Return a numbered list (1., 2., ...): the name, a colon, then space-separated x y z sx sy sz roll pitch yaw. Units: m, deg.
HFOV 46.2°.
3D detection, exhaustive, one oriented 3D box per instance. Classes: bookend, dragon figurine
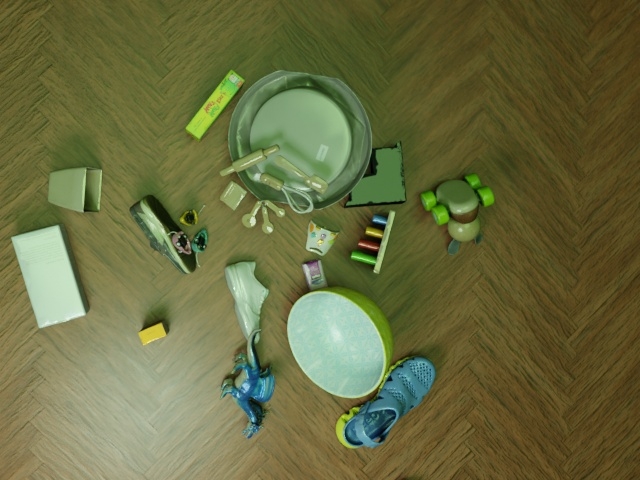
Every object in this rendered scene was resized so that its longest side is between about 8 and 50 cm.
1. bookend: 0.134 -0.168 1.934 0.157 0.072 0.156 -5 87 -3
2. dragon figurine: -0.162 0.354 1.892 0.144 0.085 0.289 21 100 -12

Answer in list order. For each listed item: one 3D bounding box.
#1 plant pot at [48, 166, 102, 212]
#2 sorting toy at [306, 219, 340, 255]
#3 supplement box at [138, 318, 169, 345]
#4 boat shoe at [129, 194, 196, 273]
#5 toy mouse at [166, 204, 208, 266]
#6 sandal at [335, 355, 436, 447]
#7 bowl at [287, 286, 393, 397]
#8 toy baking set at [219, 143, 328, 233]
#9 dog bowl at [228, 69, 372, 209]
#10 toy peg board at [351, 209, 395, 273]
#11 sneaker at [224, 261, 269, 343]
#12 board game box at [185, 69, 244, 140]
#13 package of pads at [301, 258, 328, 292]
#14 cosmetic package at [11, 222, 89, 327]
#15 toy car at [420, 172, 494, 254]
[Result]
1. plant pot: -0.594 -0.124 1.806 0.096 0.109 0.108 4 92 3
2. sorting toy: 0.000 0.000 1.942 0.083 0.045 0.075 21 108 -9
3. supplement box: -0.410 0.226 1.851 0.062 0.098 0.036 -23 93 -6
4. boat shoe: -0.391 -0.008 1.861 0.074 0.080 0.223 -23 111 21
5. toy mouse: -0.325 -0.002 1.854 0.031 0.161 0.143 -7 101 29
6. sandal: 0.183 0.429 1.940 0.126 0.138 0.317 45 84 -6
7. bowl: 0.075 0.232 1.886 0.156 0.290 0.289 -32 100 -50
8. toy baking set: -0.118 -0.130 1.809 0.256 0.030 0.196 -27 101 17
9. dog bowl: -0.045 -0.246 1.845 0.349 0.102 0.348 1 100 7
10. toy peg board: 0.133 -0.004 1.906 0.079 0.161 0.160 15 90 5
11. sneaker: -0.171 0.155 1.904 0.094 0.080 0.212 -15 94 -20
12. board game box: -0.261 -0.331 1.852 0.043 0.092 0.181 38 86 -9
13. package of pads: -0.013 0.093 1.943 0.050 0.032 0.083 -16 95 -11
14. cosmetic package: -0.651 0.083 1.815 0.118 0.085 0.230 -15 97 -8
15. toy car: 0.370 -0.054 1.972 0.155 0.149 0.188 -21 125 -4
